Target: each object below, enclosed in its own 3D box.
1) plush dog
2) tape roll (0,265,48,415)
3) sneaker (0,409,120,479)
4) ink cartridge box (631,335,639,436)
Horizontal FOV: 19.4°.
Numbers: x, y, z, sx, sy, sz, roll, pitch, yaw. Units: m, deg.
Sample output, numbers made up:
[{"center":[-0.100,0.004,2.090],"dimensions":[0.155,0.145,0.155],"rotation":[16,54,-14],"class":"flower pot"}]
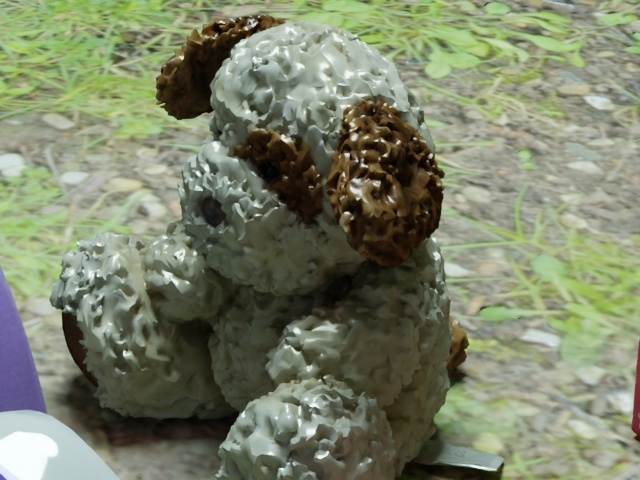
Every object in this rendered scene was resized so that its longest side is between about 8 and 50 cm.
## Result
[{"center":[0.000,0.000,0.948],"dimensions":[0.211,0.225,0.262],"rotation":[-17,34,-30],"class":"plush dog"},{"center":[-0.209,0.061,0.697],"dimensions":[0.090,0.275,0.275],"rotation":[-21,36,-37],"class":"tape roll"},{"center":[-0.093,0.208,0.462],"dimensions":[0.236,0.130,0.323],"rotation":[-26,70,-38],"class":"sneaker"},{"center":[0.301,0.087,0.936],"dimensions":[0.172,0.100,0.237],"rotation":[-17,33,-30],"class":"ink cartridge box"}]
